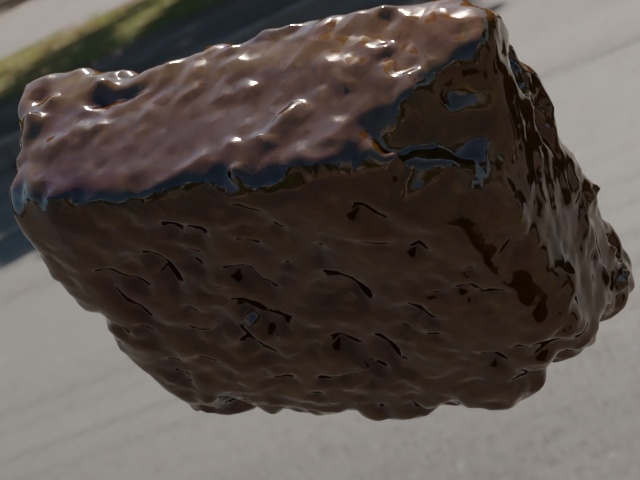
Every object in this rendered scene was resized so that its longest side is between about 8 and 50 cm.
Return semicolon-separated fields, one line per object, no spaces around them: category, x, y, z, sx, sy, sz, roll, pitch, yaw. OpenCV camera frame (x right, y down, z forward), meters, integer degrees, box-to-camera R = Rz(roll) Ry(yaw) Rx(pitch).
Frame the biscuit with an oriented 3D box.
biscuit;0.000;0.000;1.301;0.395;0.342;0.166;-8;48;26
